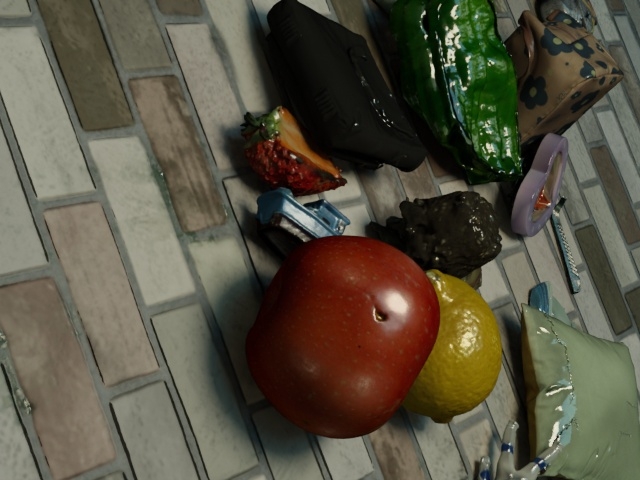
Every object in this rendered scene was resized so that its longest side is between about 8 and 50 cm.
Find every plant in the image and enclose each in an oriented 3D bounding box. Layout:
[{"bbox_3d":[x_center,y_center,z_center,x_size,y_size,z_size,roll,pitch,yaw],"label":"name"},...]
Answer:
[{"bbox_3d":[0.168,0.002,1.614,0.131,0.203,0.142,16,51,-52],"label":"plant"}]

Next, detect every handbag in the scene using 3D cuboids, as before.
[{"bbox_3d":[0.038,-0.230,1.627,0.244,0.088,0.275,10,46,-53],"label":"handbag"},{"bbox_3d":[0.398,-0.294,1.969,0.190,0.251,0.193,-11,63,-49],"label":"handbag"}]

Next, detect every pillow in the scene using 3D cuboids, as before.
[{"bbox_3d":[0.453,0.285,1.830,0.310,0.119,0.312,21,58,-34],"label":"pillow"}]

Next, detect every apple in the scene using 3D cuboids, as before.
[{"bbox_3d":[0.028,0.117,1.359,0.216,0.260,0.260,29,48,-4],"label":"apple"}]

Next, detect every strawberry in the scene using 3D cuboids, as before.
[{"bbox_3d":[-0.047,-0.118,1.521,0.140,0.085,0.192,55,18,11],"label":"strawberry"}]

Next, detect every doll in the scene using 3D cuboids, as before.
[{"bbox_3d":[0.285,0.390,1.633,0.114,0.057,0.227,26,60,13],"label":"doll"}]

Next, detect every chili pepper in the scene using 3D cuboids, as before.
[{"bbox_3d":[0.235,-0.262,1.844,0.213,0.167,0.385,-27,104,-35],"label":"chili pepper"}]

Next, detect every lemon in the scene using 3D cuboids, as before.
[{"bbox_3d":[0.170,0.153,1.537,0.187,0.187,0.244,-30,116,-50],"label":"lemon"}]

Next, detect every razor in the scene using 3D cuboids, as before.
[{"bbox_3d":[0.475,0.011,2.065,0.066,0.033,0.190,77,5,-76],"label":"razor"}]

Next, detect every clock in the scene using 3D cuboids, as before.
[{"bbox_3d":[0.396,-0.096,1.961,0.198,0.064,0.172,-62,155,-15],"label":"clock"}]

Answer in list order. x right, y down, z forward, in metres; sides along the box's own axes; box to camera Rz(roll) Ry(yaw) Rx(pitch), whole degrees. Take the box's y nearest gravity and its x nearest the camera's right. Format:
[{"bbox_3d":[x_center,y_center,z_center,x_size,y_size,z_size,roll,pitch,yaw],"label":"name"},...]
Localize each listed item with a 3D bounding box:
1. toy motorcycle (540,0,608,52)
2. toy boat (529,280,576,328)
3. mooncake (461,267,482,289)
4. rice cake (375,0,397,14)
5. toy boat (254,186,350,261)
[{"bbox_3d":[0.539,-0.507,2.329,0.173,0.108,0.307,-18,82,-44],"label":"toy motorcycle"},{"bbox_3d":[0.434,0.126,1.954,0.149,0.034,0.105,5,70,-45],"label":"toy boat"},{"bbox_3d":[0.212,0.032,1.736,0.125,0.073,0.130,-4,76,-50],"label":"mooncake"},{"bbox_3d":[0.106,-0.465,1.869,0.206,0.069,0.063,39,47,-29],"label":"rice cake"},{"bbox_3d":[0.000,0.000,1.505,0.223,0.100,0.097,41,57,-30],"label":"toy boat"}]
